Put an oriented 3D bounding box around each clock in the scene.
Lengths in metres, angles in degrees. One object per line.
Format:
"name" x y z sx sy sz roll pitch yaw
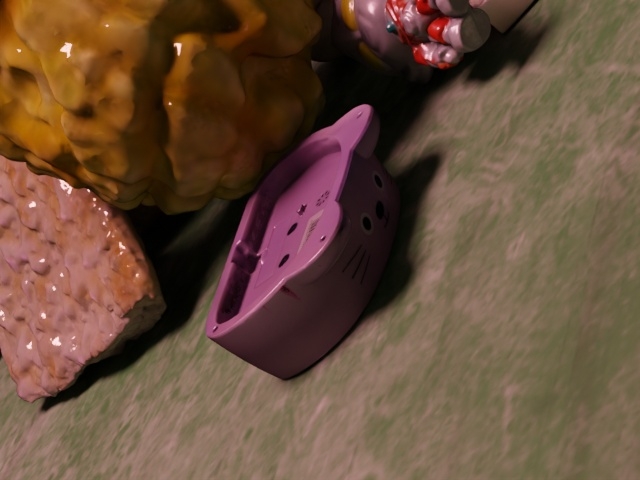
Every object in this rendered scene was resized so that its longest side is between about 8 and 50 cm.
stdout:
"clock" 0.000 0.000 1.088 0.110 0.050 0.152 -35 25 37

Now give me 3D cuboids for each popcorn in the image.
"popcorn" -0.117 -0.142 1.209 0.224 0.258 0.270 98 169 -47

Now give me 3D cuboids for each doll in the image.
"doll" 0.050 -0.134 1.158 0.079 0.094 0.180 -30 13 -12

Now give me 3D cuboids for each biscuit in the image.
"biscuit" -0.190 0.019 1.337 0.040 0.188 0.265 -16 25 -40

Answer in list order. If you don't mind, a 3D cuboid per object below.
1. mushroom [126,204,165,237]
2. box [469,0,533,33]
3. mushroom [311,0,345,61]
"mushroom" -0.169 -0.103 1.438 0.255 0.184 0.254 0 91 45
"box" 0.117 -0.198 1.219 0.109 0.029 0.198 -46 21 10
"mushroom" 0.002 -0.166 1.333 0.085 0.079 0.085 -46 20 22
